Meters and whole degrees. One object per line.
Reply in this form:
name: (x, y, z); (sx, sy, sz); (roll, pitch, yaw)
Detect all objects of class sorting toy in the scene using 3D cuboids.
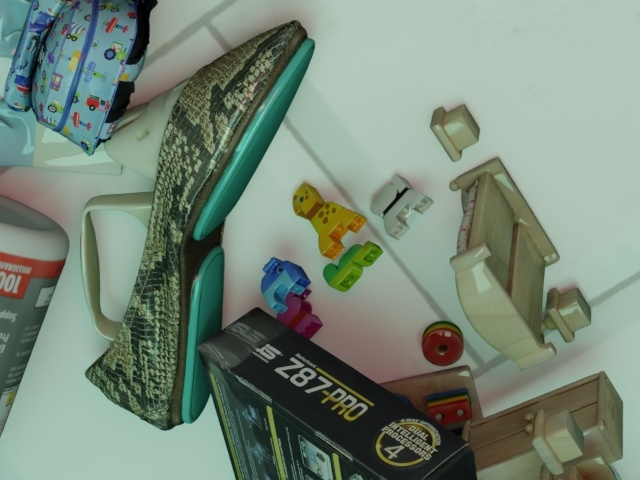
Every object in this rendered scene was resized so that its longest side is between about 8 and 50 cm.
sorting toy: (0.122, 0.228, 1.605); (0.132, 0.046, 0.274); (-13, 114, 9)

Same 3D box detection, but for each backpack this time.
backpack: (-0.229, -0.168, 1.340); (0.117, 0.173, 0.158); (18, 113, -15)

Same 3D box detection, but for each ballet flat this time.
ballet flat: (-0.156, -0.022, 1.451); (0.182, 0.164, 0.482); (22, 118, 8)

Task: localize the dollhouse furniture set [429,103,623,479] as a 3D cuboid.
dollhouse furniture set: (0.142, 0.096, 1.407); (0.174, 0.303, 0.355); (-26, 110, 23)

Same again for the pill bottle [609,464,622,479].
pill bottle: (0.285, 0.356, 1.529); (0.153, 0.264, 0.153); (-2, 116, -3)

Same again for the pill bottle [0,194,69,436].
pill bottle: (-0.410, 0.127, 1.442); (0.210, 0.210, 0.362); (20, 96, -7)

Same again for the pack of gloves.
pack of gloves: (-0.313, -0.170, 1.450); (0.232, 0.046, 0.195); (4, 114, -9)

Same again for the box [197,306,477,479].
box: (0.035, 0.298, 1.467); (0.097, 0.318, 0.394); (-35, 132, -28)

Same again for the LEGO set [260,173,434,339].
LEGO set: (0.000, 0.000, 1.490); (0.227, 0.093, 0.087); (-48, 136, 16)
